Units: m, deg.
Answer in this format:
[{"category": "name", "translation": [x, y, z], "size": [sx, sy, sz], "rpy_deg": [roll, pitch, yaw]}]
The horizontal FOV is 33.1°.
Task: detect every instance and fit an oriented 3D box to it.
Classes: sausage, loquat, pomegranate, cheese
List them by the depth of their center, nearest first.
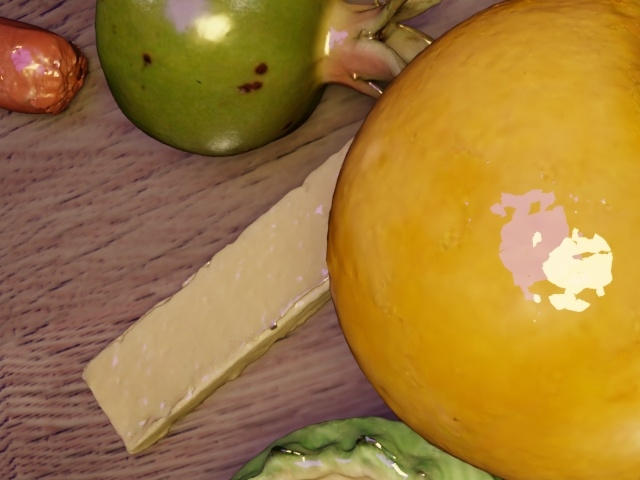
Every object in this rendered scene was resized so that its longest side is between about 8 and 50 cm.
[{"category": "loquat", "translation": [0.133, 0.001, 0.546], "size": [0.263, 0.263, 0.263], "rpy_deg": [-5, 77, 22]}, {"category": "pomegranate", "translation": [-0.033, -0.135, 0.698], "size": [0.224, 0.181, 0.182], "rpy_deg": [15, 85, 15]}, {"category": "cheese", "translation": [-0.002, -0.002, 0.726], "size": [0.400, 0.034, 0.085], "rpy_deg": [-38, 67, 11]}, {"category": "sausage", "translation": [-0.245, -0.138, 0.837], "size": [0.141, 0.076, 0.076], "rpy_deg": [18, 86, 24]}]

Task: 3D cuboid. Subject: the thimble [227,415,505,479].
[{"category": "thimble", "translation": [0.032, 0.210, 0.602], "size": [0.219, 0.150, 0.219], "rpy_deg": [-5, 76, 22]}]
